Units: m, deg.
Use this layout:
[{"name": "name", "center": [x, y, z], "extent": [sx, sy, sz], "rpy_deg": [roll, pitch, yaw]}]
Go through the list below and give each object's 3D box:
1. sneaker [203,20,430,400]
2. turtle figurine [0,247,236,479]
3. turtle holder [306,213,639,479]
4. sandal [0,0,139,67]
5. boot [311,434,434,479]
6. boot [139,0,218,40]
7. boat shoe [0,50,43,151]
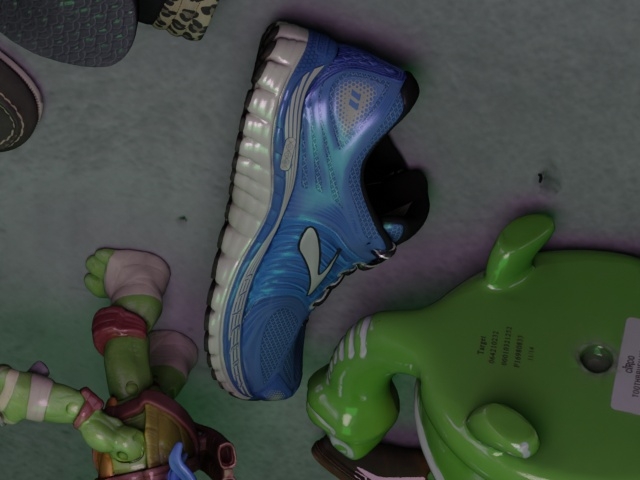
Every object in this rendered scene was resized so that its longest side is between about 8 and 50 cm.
[{"name": "sneaker", "center": [0.000, 0.000, 1.472], "extent": [0.147, 0.130, 0.330], "rpy_deg": [13, 130, 0]}, {"name": "turtle figurine", "center": [-0.193, 0.148, 1.531], "extent": [0.198, 0.266, 0.274], "rpy_deg": [39, 124, -23]}, {"name": "turtle holder", "center": [0.167, 0.144, 1.488], "extent": [0.320, 0.243, 0.227], "rpy_deg": [-12, 141, -11]}, {"name": "sandal", "center": [-0.219, -0.207, 1.276], "extent": [0.254, 0.054, 0.097], "rpy_deg": [35, 123, -8]}, {"name": "boot", "center": [0.109, 0.177, 1.659], "extent": [0.219, 0.082, 0.106], "rpy_deg": [21, 107, -3]}, {"name": "boot", "center": [-0.134, -0.242, 1.322], "extent": [0.178, 0.085, 0.236], "rpy_deg": [15, 130, -10]}, {"name": "boat shoe", "center": [-0.364, -0.133, 1.431], "extent": [0.335, 0.095, 0.112], "rpy_deg": [27, 128, -14]}]
